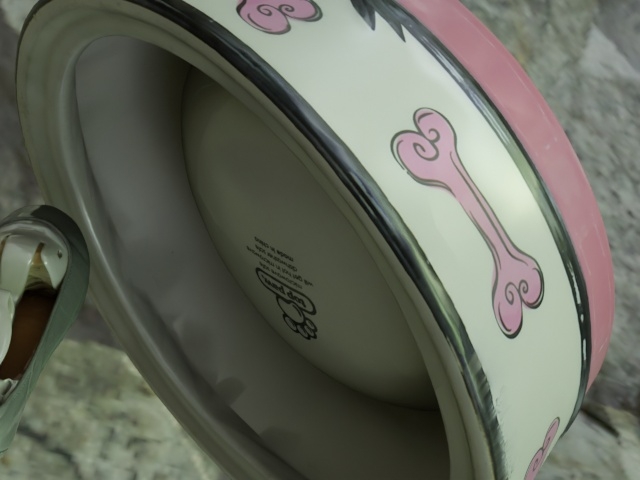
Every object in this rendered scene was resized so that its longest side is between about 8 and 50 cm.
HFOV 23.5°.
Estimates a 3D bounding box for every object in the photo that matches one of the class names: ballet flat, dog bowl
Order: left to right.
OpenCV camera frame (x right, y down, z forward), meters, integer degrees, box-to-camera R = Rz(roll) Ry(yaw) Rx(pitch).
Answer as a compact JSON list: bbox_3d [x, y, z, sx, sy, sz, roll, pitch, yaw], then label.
[{"bbox_3d":[-0.180,0.038,0.901,0.072,0.068,0.213,13,-135,-1],"label":"ballet flat"},{"bbox_3d":[0.000,0.000,0.915,0.150,0.408,0.408,-37,-128,-27],"label":"dog bowl"}]
